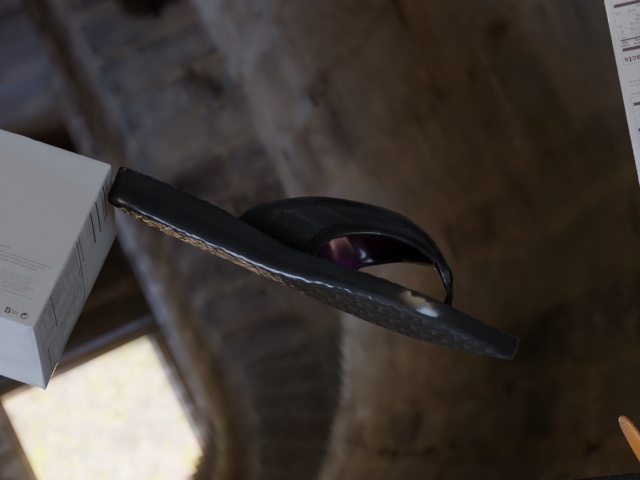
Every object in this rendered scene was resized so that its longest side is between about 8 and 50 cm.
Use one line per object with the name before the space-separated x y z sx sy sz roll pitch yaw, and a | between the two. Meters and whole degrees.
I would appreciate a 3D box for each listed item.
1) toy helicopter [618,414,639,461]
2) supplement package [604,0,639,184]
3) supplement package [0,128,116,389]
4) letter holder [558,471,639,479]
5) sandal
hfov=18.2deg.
toy helicopter | 0.411 0.252 1.828 0.235 0.355 0.140 -11 166 -4
supplement package | 0.438 -0.207 2.101 0.198 0.262 0.199 -9 -176 34
supplement package | -0.337 0.011 2.054 0.149 0.194 0.203 94 16 -60
letter holder | 0.366 0.334 2.095 0.302 0.152 0.214 -12 159 41
sandal | -0.002 -0.001 1.982 0.107 0.446 0.167 -66 166 -5
